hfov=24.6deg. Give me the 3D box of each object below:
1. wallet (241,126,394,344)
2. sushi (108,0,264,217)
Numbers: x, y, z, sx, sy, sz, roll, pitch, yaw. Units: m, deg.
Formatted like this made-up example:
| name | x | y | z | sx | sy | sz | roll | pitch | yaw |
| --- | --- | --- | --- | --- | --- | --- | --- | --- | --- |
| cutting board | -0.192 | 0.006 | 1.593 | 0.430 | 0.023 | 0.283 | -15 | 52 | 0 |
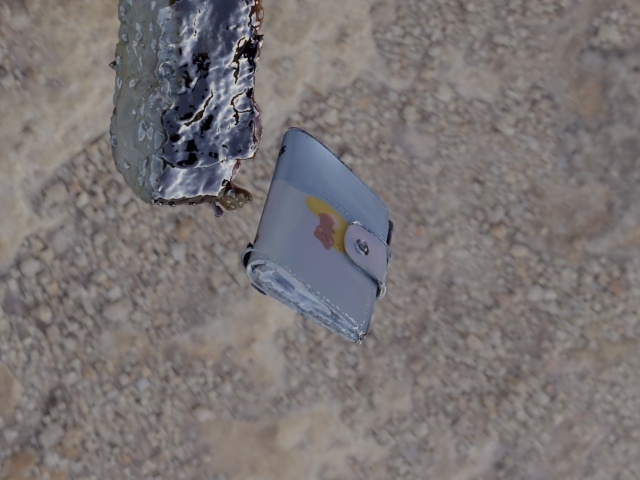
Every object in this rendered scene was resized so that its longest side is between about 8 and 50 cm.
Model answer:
| name | x | y | z | sx | sy | sz | roll | pitch | yaw |
| --- | --- | --- | --- | --- | --- | --- | --- | --- | --- |
| wallet | 0.000 | 0.000 | 1.558 | 0.170 | 0.231 | 0.069 | 37 | 127 | -19 |
| sushi | -0.158 | -0.184 | 1.817 | 0.182 | 0.196 | 0.343 | -5 | 117 | -20 |
